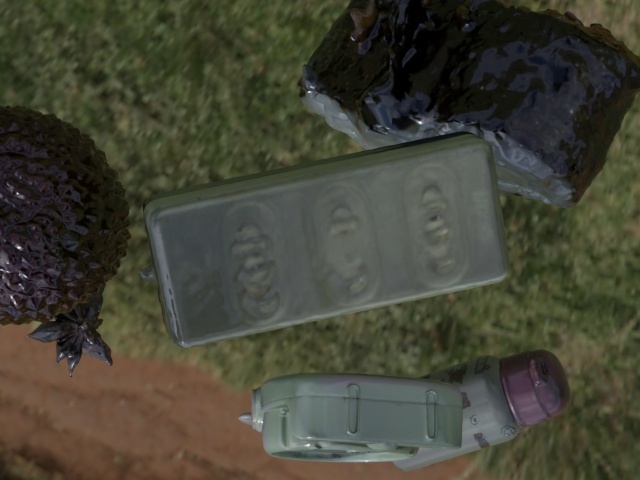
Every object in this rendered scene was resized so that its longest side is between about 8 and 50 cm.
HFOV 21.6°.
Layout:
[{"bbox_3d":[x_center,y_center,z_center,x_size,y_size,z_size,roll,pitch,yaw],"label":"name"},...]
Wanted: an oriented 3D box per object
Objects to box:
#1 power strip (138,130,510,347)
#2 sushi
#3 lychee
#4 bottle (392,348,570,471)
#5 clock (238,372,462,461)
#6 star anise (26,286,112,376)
[{"bbox_3d":[0.000,0.000,1.169,0.256,0.070,0.105,-12,101,-7],"label":"power strip"},{"bbox_3d":[0.134,-0.163,1.611,0.348,0.207,0.234,22,172,43],"label":"sushi"},{"bbox_3d":[-0.309,-0.022,1.733,0.236,0.271,0.236,-3,83,26],"label":"lychee"},{"bbox_3d":[0.190,0.202,2.065,0.233,0.110,0.110,-20,115,14],"label":"bottle"},{"bbox_3d":[0.018,0.149,1.391,0.151,0.062,0.191,6,167,-23],"label":"clock"},{"bbox_3d":[-0.327,0.115,2.175,0.056,0.129,0.124,-6,89,46],"label":"star anise"}]
